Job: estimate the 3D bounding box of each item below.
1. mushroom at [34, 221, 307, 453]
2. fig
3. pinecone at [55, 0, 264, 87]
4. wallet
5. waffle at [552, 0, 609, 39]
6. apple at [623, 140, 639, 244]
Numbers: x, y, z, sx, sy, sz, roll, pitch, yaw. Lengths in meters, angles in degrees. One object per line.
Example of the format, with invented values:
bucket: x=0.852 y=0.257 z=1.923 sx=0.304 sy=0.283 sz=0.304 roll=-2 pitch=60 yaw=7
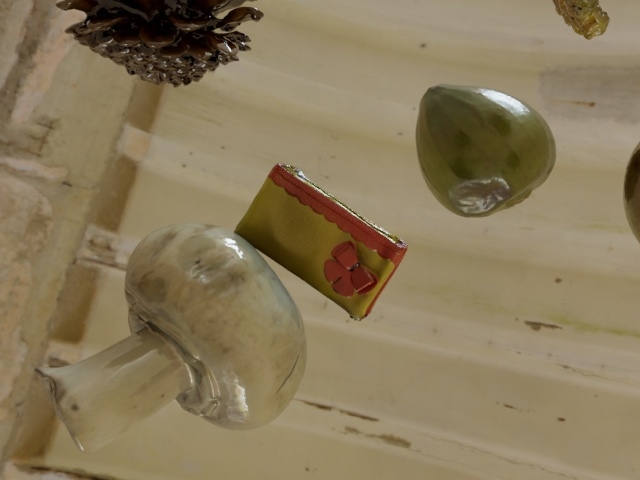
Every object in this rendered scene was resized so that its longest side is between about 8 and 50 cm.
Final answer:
mushroom: x=-0.199 y=0.149 z=0.788 sx=0.314 sy=0.336 sz=0.314 roll=29 pitch=-46 yaw=36
fig: x=0.287 y=-0.179 z=1.059 sx=0.239 sy=0.271 sz=0.239 roll=-34 pitch=173 yaw=-5
pinecone: x=-0.187 y=-0.330 z=0.669 sx=0.246 sy=0.246 sz=0.292 roll=-153 pitch=-118 yaw=-69
wallet: x=0.000 y=0.000 z=0.857 sx=0.141 sy=0.241 sz=0.067 roll=-58 pitch=172 yaw=14
waffle: x=0.335 y=-0.359 z=0.791 sx=0.046 sy=0.160 sz=0.192 roll=-29 pitch=-150 yaw=23
apple: x=0.442 y=-0.059 z=0.654 sx=0.207 sy=0.174 sz=0.188 roll=81 pitch=-8 yaw=-58
